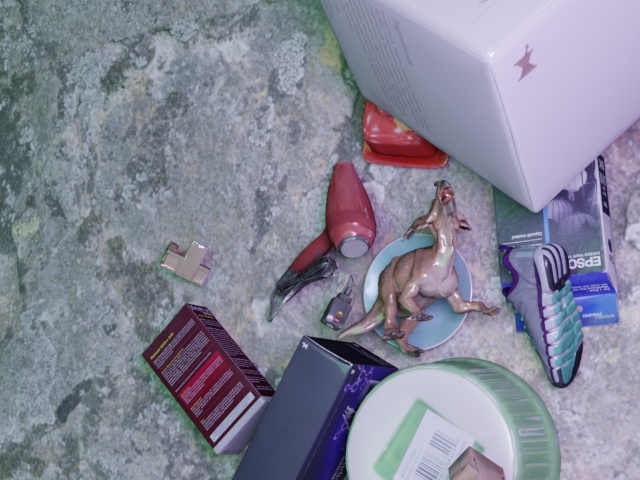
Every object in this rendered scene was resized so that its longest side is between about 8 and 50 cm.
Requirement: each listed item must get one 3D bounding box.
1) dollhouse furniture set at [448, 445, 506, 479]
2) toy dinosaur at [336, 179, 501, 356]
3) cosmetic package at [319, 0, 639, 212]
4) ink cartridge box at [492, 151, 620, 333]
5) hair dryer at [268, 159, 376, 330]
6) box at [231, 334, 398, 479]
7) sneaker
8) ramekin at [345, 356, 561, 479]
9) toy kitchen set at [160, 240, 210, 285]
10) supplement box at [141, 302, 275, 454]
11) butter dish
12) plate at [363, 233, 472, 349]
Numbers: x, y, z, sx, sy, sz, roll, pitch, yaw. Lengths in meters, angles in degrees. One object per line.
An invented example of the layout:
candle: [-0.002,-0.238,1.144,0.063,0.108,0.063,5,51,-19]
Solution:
dollhouse furniture set: [0.203,0.508,1.410,0.303,0.174,0.355,36,107,-11]
toy dinosaur: [0.145,0.052,1.647,0.296,0.127,0.200,-37,54,36]
cosmetic package: [0.242,-0.322,1.480,0.329,0.327,0.394,-41,51,-9]
ink cartridge box: [0.347,-0.033,1.607,0.165,0.065,0.332,-10,77,26]
hair dryer: [0.000,0.000,1.757,0.224,0.080,0.293,7,70,52]
box: [-0.007,0.288,1.669,0.103,0.184,0.261,29,95,30]
sneaker: [0.318,0.105,1.562,0.098,0.083,0.223,5,113,41]
ramekin: [0.185,0.319,1.579,0.304,0.148,0.303,-6,78,28]
toy kitchen set: [-0.234,0.026,1.931,0.083,0.075,0.068,27,100,-10]
supplement box: [-0.187,0.236,1.841,0.130,0.073,0.239,-48,64,12]
butter dish: [0.128,-0.205,1.725,0.160,0.118,0.160,7,85,30]
plate: [0.157,0.083,1.710,0.188,0.024,0.188,-6,77,28]
